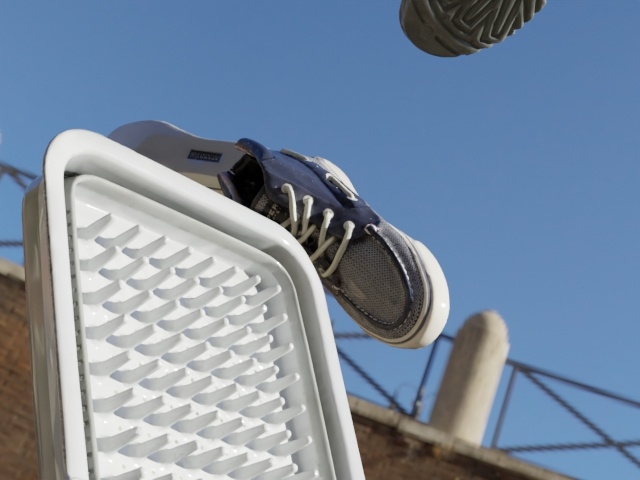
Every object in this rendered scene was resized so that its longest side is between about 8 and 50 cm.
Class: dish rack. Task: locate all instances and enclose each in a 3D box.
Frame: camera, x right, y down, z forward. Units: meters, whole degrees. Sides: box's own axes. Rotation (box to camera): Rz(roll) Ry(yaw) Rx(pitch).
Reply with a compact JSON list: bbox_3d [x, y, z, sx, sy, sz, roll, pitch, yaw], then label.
[{"bbox_3d":[-0.081,0.112,0.717,0.072,0.332,0.285,-29,-33,28],"label":"dish rack"}]

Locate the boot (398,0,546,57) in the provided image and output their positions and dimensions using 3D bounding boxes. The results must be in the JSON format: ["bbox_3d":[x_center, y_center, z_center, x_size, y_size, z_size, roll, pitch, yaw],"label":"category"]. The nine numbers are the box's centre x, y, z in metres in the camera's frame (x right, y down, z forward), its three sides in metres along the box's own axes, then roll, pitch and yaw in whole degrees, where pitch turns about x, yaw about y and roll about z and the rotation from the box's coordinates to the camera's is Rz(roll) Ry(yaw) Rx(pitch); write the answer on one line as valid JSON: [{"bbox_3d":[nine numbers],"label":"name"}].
[{"bbox_3d":[0.217,-0.458,1.533,0.367,0.445,0.146,-40,-60,11],"label":"boot"}]

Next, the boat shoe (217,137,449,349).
[{"bbox_3d":[0.000,0.000,1.275,0.158,0.127,0.340,16,20,-39],"label":"boat shoe"}]

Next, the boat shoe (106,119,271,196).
[{"bbox_3d":[-0.177,-0.100,1.559,0.268,0.096,0.088,8,-36,16],"label":"boat shoe"}]
